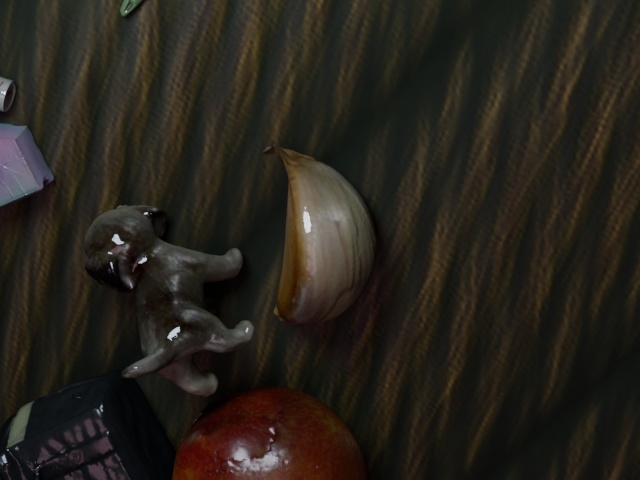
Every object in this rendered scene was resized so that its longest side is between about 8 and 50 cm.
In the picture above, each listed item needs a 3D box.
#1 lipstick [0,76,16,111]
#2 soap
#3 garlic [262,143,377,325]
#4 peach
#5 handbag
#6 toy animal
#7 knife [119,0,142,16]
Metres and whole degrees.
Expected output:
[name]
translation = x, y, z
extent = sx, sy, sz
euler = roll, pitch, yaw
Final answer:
[lipstick]
translation = -0.414, -0.183, 1.635
extent = 0.131, 0.038, 0.038
euler = 17, 113, 3
[soap]
translation = -0.398, -0.081, 1.663
extent = 0.149, 0.056, 0.100
euler = -20, 103, 17
[garlic]
translation = 0.007, -0.002, 1.597
extent = 0.115, 0.128, 0.206
euler = -5, 104, -13
[peach]
translation = -0.057, 0.283, 1.660
extent = 0.231, 0.231, 0.231
euler = 4, 111, 9
[handbag]
translation = -0.267, 0.292, 1.718
extent = 0.181, 0.181, 0.254
euler = -24, 104, 11
[toy animal]
translation = -0.174, 0.065, 1.622
extent = 0.169, 0.233, 0.121
euler = 9, 133, -36
[knife]
translation = -0.156, -0.319, 1.547
extent = 0.030, 0.014, 0.207
euler = 38, 112, -3
